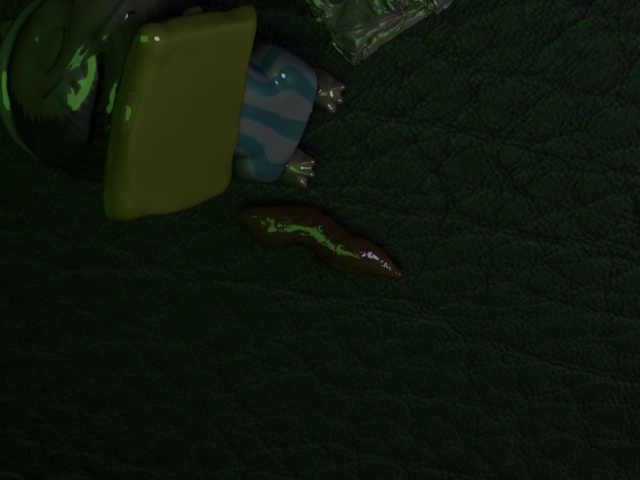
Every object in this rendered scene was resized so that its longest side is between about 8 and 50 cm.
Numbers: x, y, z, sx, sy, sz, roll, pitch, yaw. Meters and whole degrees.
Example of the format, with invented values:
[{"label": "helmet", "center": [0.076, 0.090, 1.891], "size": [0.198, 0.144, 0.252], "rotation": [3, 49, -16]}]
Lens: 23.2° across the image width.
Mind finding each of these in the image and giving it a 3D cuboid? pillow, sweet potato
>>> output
[{"label": "pillow", "center": [0.100, -0.319, 1.816], "size": [0.248, 0.049, 0.135], "rotation": [-31, 94, 12]}, {"label": "sweet potato", "center": [0.001, -0.003, 1.913], "size": [0.218, 0.051, 0.065], "rotation": [19, 103, 2]}]

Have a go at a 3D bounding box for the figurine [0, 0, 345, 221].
[{"label": "figurine", "center": [-0.228, -0.210, 1.824], "size": [0.378, 0.361, 0.266], "rotation": [34, 106, 33]}]
